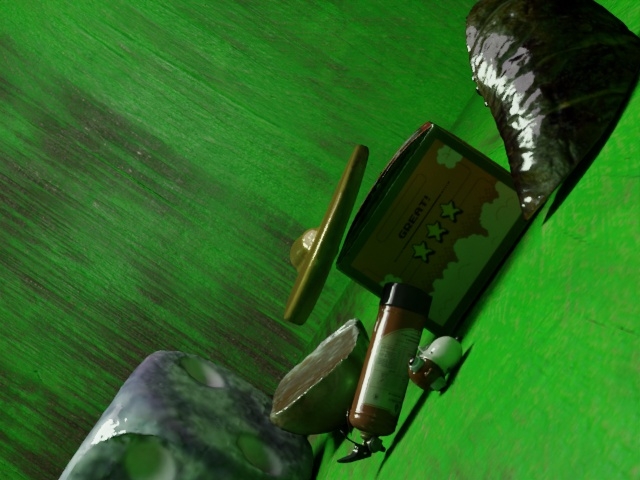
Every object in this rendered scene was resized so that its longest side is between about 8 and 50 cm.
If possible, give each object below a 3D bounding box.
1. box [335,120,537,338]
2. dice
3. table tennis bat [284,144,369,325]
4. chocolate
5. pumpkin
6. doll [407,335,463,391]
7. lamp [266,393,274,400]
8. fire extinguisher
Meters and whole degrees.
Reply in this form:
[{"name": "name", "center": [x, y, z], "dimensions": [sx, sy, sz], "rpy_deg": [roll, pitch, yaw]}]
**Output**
[{"name": "box", "center": [0.120, -0.021, 1.182], "dimensions": [0.178, 0.148, 0.195], "rpy_deg": [-55, 1, 9]}, {"name": "dice", "center": [-0.184, 0.325, 1.446], "dimensions": [0.270, 0.270, 0.271], "rpy_deg": [-57, 1, 14]}, {"name": "table tennis bat", "center": [0.000, 0.000, 1.211], "dimensions": [0.321, 0.050, 0.199], "rpy_deg": [124, 167, -81]}, {"name": "chocolate", "center": [0.018, 0.192, 1.483], "dimensions": [0.157, 0.080, 0.254], "rpy_deg": [-42, 3, 2]}, {"name": "pumpkin", "center": [0.213, -0.175, 1.066], "dimensions": [0.278, 0.163, 0.111], "rpy_deg": [-55, 4, -37]}, {"name": "doll", "center": [0.100, 0.111, 1.008], "dimensions": [0.058, 0.040, 0.085], "rpy_deg": [-44, 1, -18]}, {"name": "lamp", "center": [-0.101, 0.325, 1.823], "dimensions": [0.157, 0.156, 0.135], "rpy_deg": [-10, -80, -47]}, {"name": "fire extinguisher", "center": [0.059, 0.129, 1.054], "dimensions": [0.050, 0.062, 0.177], "rpy_deg": [4, 74, 48]}]
